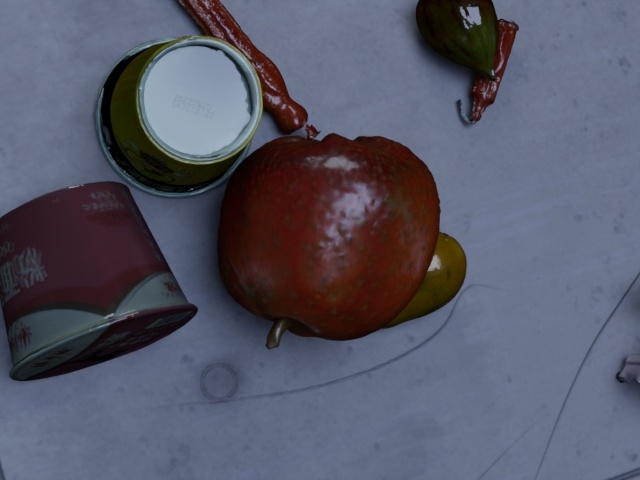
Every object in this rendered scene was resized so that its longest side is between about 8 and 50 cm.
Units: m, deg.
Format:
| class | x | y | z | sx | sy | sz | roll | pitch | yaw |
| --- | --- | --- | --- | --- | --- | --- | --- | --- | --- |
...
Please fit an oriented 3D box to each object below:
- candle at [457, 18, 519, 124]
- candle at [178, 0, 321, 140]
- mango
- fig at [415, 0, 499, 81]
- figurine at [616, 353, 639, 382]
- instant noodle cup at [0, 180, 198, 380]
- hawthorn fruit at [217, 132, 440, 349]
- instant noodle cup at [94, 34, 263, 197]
| class | x | y | z | sx | sy | sz | roll | pitch | yaw |
| --- | --- | --- | --- | --- | --- | --- | --- | --- | --- |
| candle | 0.237 | -0.240 | 1.940 | 0.048 | 0.053 | 0.162 | 22 | 77 | -10 |
| candle | -0.113 | -0.259 | 1.820 | 0.329 | 0.048 | 0.051 | 52 | 28 | -5 |
| mango | 0.120 | 0.049 | 1.833 | 0.163 | 0.089 | 0.111 | -20 | 93 | -15 |
| fig | 0.201 | -0.288 | 1.904 | 0.103 | 0.109 | 0.155 | -29 | 98 | -25 |
| figurine | 0.540 | 0.119 | 1.955 | 0.182 | 0.144 | 0.257 | 26 | 75 | 7 |
| instant noodle cup | -0.284 | 0.047 | 1.628 | 0.234 | 0.235 | 0.178 | -18 | 78 | -21 |
| hawthorn fruit | 0.000 | 0.000 | 1.702 | 0.275 | 0.275 | 0.300 | 25 | 82 | -14 |
| instant noodle cup | -0.161 | -0.161 | 1.674 | 0.215 | 0.236 | 0.216 | 0 | 89 | -14 |
